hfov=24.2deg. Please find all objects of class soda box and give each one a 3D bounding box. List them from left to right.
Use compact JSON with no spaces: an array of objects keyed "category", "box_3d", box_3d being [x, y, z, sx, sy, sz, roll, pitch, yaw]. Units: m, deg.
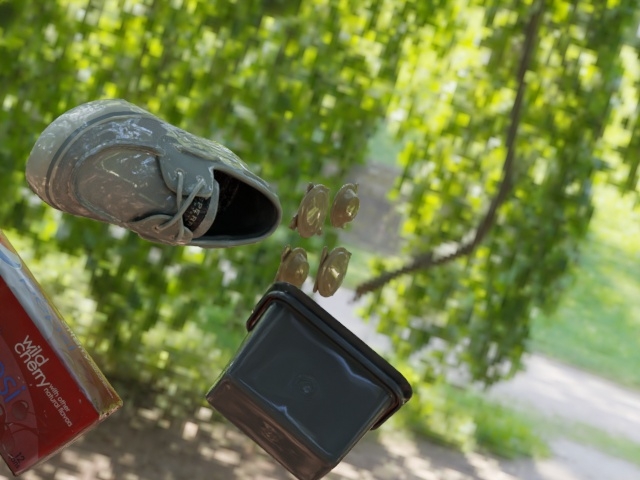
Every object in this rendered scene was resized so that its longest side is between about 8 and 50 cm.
[{"category":"soda box","box_3d":[-0.280,0.059,1.241,0.263,0.092,0.083,55,5,2]}]

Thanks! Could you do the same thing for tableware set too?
[{"category":"tableware set","box_3d":[0.000,0.000,1.737,0.020,0.141,0.168,22,10,28]}]

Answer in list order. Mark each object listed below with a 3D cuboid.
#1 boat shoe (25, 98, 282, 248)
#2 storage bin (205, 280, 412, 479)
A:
[{"category":"boat shoe","box_3d":[-0.098,-0.037,0.994,0.081,0.079,0.227,32,12,27]},{"category":"storage bin","box_3d":[-0.018,0.115,1.120,0.135,0.091,0.098,41,-35,1]}]
